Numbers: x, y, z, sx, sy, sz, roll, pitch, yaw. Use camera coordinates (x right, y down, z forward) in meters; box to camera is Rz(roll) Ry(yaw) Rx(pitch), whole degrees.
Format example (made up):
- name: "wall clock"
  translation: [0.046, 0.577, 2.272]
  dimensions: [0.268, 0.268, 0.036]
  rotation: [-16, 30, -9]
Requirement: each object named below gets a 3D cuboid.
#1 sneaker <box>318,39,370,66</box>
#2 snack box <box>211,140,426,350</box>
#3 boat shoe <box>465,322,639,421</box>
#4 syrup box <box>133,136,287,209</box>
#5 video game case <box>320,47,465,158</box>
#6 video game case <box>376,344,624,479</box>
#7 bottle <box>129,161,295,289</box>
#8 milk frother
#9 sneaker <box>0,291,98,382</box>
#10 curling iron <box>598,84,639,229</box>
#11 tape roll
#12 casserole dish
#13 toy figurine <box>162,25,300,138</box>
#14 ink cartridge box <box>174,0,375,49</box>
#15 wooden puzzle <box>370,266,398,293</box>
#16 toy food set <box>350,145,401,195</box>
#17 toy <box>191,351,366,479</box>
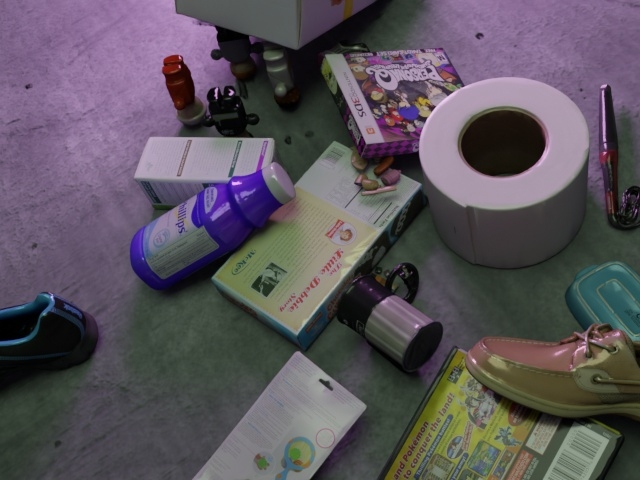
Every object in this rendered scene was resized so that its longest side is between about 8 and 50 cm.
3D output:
- name: "sneaker"
  translation: [0.078, -0.317, 1.575]
  dimensions: [0.170, 0.063, 0.075]
  rotation: [32, 69, 29]
- name: "snack box"
  translation: [0.000, 0.000, 1.397]
  dimensions: [0.187, 0.060, 0.322]
  rotation: [31, 70, 30]
- name: "boat shoe"
  translation: [0.357, 0.157, 1.111]
  dimensions: [0.341, 0.110, 0.121]
  rotation: [9, 21, -5]
- name: "syrup box"
  translation: [-0.185, -0.113, 1.497]
  dimensions: [0.237, 0.093, 0.096]
  rotation: [4, 59, 17]
- name: "video game case"
  translation: [0.140, -0.236, 1.463]
  dimensions: [0.232, 0.041, 0.210]
  rotation: [-8, 56, -21]
- name: "video game case"
  translation: [0.216, 0.312, 1.131]
  dimensions: [0.248, 0.035, 0.274]
  rotation: [27, 80, 27]
- name: "bottle"
  translation: [-0.173, -0.028, 1.396]
  dimensions: [0.283, 0.092, 0.118]
  rotation: [-29, 37, 17]
- name: "milk frother"
  translation: [0.123, 0.104, 1.258]
  dimensions: [0.135, 0.129, 0.143]
  rotation: [35, 79, 34]
- name: "sneaker"
  translation: [-0.536, 0.171, 1.384]
  dimensions: [0.341, 0.139, 0.125]
  rotation: [-24, 57, 0]
- name: "curling iron"
  translation: [0.469, -0.133, 1.373]
  dimensions: [0.068, 0.035, 0.274]
  rotation: [-5, 58, 7]
- name: "tape roll"
  translation: [0.280, -0.101, 1.322]
  dimensions: [0.246, 0.169, 0.246]
  rotation: [-7, 58, 11]
- name: "casserole dish"
  translation: [0.430, 0.102, 1.235]
  dimensions: [0.114, 0.037, 0.188]
  rotation: [-29, 57, -3]
- name: "toy figurine"
  translation: [-0.156, -0.276, 1.570]
  dimensions: [0.213, 0.148, 0.209]
  rotation: [32, 65, 32]
- name: "ink cartridge box"
  translation: [-0.049, -0.513, 1.590]
  dimensions: [0.279, 0.160, 0.385]
  rotation: [22, 41, 25]
- name: "wooden puzzle"
  translation: [0.088, 0.080, 1.356]
  dimensions: [0.049, 0.006, 0.083]
  rotation: [26, 68, 27]
- name: "toy food set"
  translation: [0.090, -0.112, 1.399]
  dimensions: [0.078, 0.019, 0.122]
  rotation: [-9, 46, 6]
- name: "toy"
  translation: [-0.054, 0.293, 1.231]
  dimensions: [0.137, 0.056, 0.237]
  rotation: [35, 77, 26]
